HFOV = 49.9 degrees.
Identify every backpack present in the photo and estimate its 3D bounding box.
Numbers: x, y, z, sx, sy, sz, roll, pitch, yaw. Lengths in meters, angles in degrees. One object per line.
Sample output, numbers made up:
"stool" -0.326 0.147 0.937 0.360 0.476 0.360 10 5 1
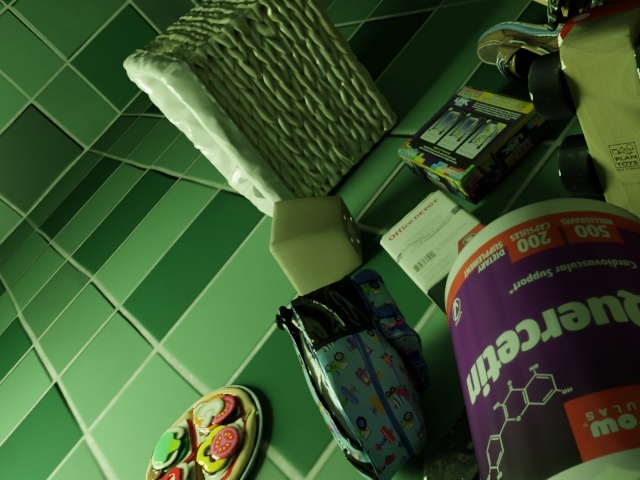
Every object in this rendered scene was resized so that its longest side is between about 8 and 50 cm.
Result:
"backpack" 0.048 0.136 0.664 0.117 0.158 0.173 -26 44 -4

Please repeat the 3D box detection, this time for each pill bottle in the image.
"pill bottle" 0.193 0.127 0.462 0.181 0.181 0.323 -31 32 22

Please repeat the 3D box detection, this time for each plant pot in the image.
"plant pot" 0.000 0.000 0.946 0.096 0.109 0.109 -20 36 15

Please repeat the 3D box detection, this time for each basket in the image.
"basket" -0.107 -0.249 1.158 0.266 0.331 0.328 -46 30 -6

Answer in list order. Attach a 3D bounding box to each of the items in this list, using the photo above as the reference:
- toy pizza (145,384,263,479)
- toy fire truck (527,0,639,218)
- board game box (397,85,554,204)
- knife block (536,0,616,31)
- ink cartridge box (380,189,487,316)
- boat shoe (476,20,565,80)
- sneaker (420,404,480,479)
"toy pizza" -0.155 0.266 0.864 0.201 0.032 0.201 -31 32 22
"toy fire truck" 0.328 -0.133 0.615 0.158 0.217 0.246 -5 33 45
"board game box" 0.200 -0.132 0.915 0.141 0.048 0.170 -43 29 -2
"knife block" 0.388 -0.352 0.904 0.276 0.088 0.242 -29 50 -26
"ink cartridge box" 0.143 0.013 0.792 0.099 0.056 0.135 -42 30 4
"boat shoe" 0.280 -0.262 0.960 0.066 0.066 0.183 -53 31 -13
"sneaker" 0.125 0.183 0.606 0.089 0.051 0.170 -21 40 27
